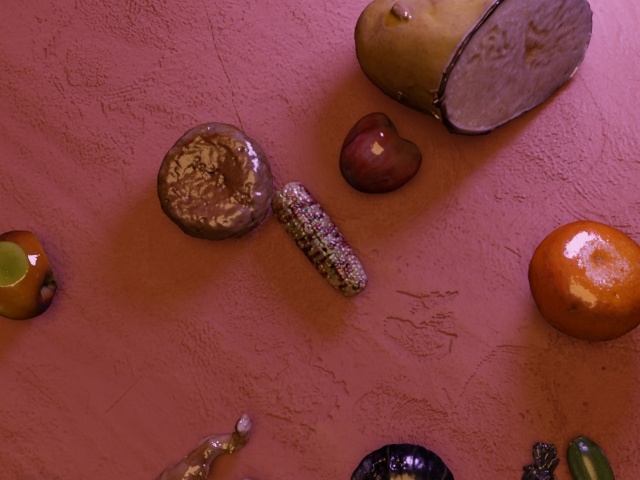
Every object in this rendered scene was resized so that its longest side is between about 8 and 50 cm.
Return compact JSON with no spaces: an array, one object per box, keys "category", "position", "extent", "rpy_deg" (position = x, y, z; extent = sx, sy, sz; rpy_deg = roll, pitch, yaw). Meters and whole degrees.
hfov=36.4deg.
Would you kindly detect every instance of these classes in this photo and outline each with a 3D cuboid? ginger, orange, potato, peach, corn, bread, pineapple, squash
[{"category":"ginger","position":[-0.232,0.430,1.828],"extent":[0.288,0.075,0.089],"rpy_deg":[-39,57,5]},{"category":"orange","position":[0.482,0.074,1.746],"extent":[0.224,0.170,0.224],"rpy_deg":[2,64,-4]},{"category":"potato","position":[0.261,-0.391,1.806],"extent":[0.397,0.290,0.296],"rpy_deg":[-36,51,-18]},{"category":"peach","position":[0.103,-0.157,1.844],"extent":[0.152,0.152,0.152],"rpy_deg":[-1,83,6]},{"category":"corn","position":[0.000,0.000,1.851],"extent":[0.086,0.086,0.253],"rpy_deg":[-38,82,0]},{"category":"bread","position":[-0.199,-0.107,1.867],"extent":[0.229,0.123,0.230],"rpy_deg":[-1,85,7]},{"category":"pineapple","position":[0.394,0.445,1.761],"extent":[0.074,0.074,0.159],"rpy_deg":[15,76,8]},{"category":"squash","position":[0.146,0.454,1.744],"extent":[0.193,0.156,0.193],"rpy_deg":[-1,95,-11]},{"category":"squash","position":[0.495,0.459,1.744],"extent":[0.077,0.068,0.219],"rpy_deg":[-9,81,-7]}]

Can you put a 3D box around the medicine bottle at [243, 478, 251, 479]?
[{"category":"medicine bottle","position":[-0.161,0.534,1.775],"extent":[0.168,0.135,0.135],"rpy_deg":[-39,80,1]}]

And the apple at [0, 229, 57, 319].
[{"category":"apple","position":[-0.578,0.071,1.874],"extent":[0.147,0.146,0.163],"rpy_deg":[31,73,15]}]
